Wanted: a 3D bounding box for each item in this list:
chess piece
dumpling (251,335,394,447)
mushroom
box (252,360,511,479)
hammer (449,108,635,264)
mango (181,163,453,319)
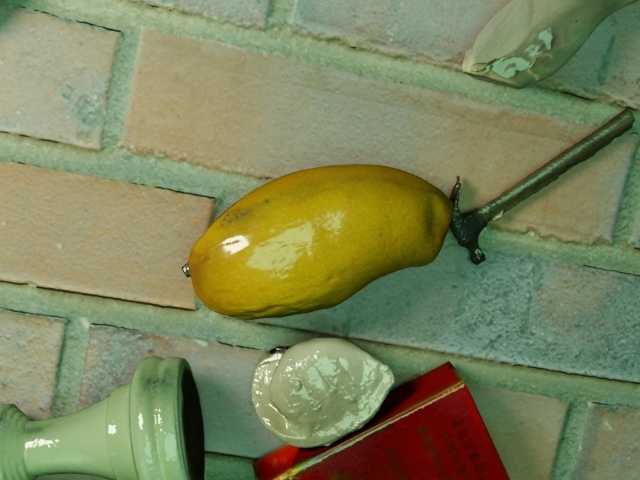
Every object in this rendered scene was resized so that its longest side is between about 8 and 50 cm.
[{"bbox_3d":[-0.307,0.257,1.338,0.298,0.194,0.195,-7,103,2],"label":"chess piece"},{"bbox_3d":[0.000,0.202,1.407,0.176,0.092,0.150,6,89,-12],"label":"dumpling"},{"bbox_3d":[0.333,-0.306,1.360,0.351,0.097,0.109,-37,105,-3],"label":"mushroom"},{"bbox_3d":[0.089,0.330,1.453,0.313,0.089,0.198,-27,107,-3],"label":"box"},{"bbox_3d":[0.305,-0.089,1.434,0.297,0.027,0.125,-32,109,-1],"label":"hammer"},{"bbox_3d":[0.001,-0.004,1.347,0.359,0.144,0.187,-22,116,-10],"label":"mango"}]
